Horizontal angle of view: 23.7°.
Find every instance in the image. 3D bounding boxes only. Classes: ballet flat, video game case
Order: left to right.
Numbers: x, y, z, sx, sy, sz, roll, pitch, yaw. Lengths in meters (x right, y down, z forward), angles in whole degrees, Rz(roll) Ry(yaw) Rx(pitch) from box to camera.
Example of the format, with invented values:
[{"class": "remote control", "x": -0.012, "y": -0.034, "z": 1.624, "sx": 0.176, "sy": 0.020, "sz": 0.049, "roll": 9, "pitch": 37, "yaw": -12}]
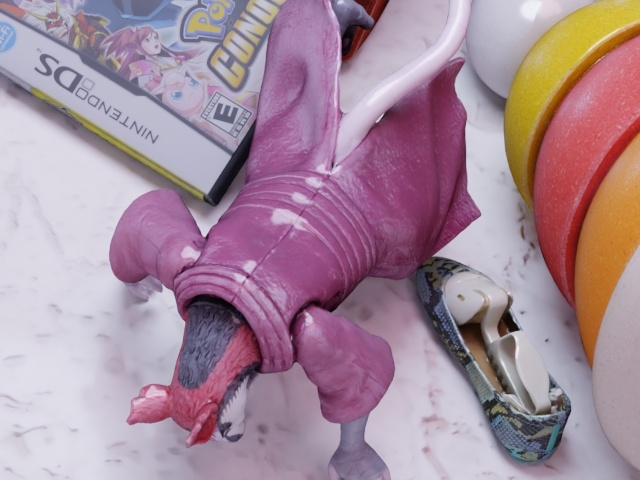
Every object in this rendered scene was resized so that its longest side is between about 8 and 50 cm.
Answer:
[{"class": "video game case", "x": -0.113, "y": -0.205, "z": 1.200, "sx": 0.248, "sy": 0.035, "sz": 0.275, "roll": 32, "pitch": 86, "yaw": 9}, {"class": "ballet flat", "x": 0.133, "y": 0.073, "z": 1.133, "sx": 0.070, "sy": 0.070, "sz": 0.188, "roll": -15, "pitch": 59, "yaw": -26}]

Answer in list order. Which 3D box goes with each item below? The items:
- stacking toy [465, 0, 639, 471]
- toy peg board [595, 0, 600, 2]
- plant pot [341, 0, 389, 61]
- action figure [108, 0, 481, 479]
[{"class": "stacking toy", "x": 0.262, "y": -0.073, "z": 1.189, "sx": 0.350, "sy": 0.350, "sz": 0.480, "roll": -9, "pitch": 38, "yaw": -23}, {"class": "toy peg board", "x": 0.253, "y": -0.240, "z": 1.419, "sx": 0.161, "sy": 0.079, "sz": 0.160, "roll": -31, "pitch": 51, "yaw": -34}, {"class": "plant pot", "x": 0.006, "y": -0.364, "z": 1.324, "sx": 0.267, "sy": 0.267, "sz": 0.236, "roll": 32, "pitch": 38, "yaw": 9}, {"class": "action figure", "x": 0.000, "y": 0.000, "z": 1.019, "sx": 0.248, "sy": 0.276, "sz": 0.370, "roll": 30, "pitch": 46, "yaw": 3}]
